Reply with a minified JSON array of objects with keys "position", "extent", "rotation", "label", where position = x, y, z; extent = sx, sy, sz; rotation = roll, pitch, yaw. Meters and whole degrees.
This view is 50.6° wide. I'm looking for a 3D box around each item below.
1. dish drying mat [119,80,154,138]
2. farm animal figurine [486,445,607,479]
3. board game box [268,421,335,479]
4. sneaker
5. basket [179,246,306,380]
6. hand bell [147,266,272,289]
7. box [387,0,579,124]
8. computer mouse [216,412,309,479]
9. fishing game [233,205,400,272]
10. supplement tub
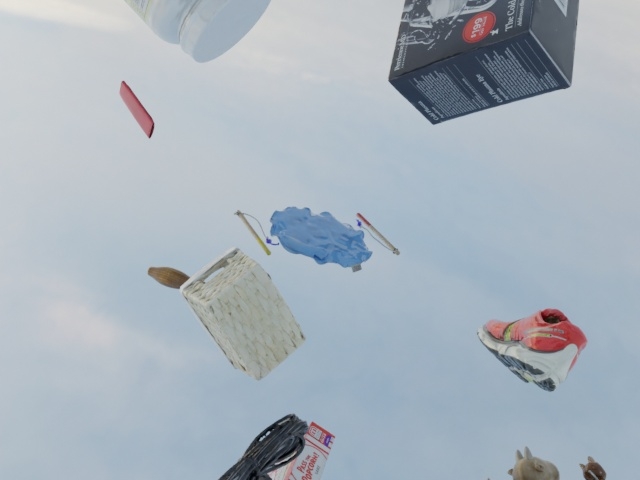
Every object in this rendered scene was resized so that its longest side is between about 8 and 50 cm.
[{"position":[-0.253,-0.181,0.934],"extent":[0.008,0.032,0.083],"rotation":[-24,-111,-39],"label":"dish drying mat"},{"position":[0.334,0.455,1.147],"extent":[0.326,0.330,0.172],"rotation":[0,-123,-44],"label":"farm animal figurine"},{"position":[-0.060,0.372,0.971],"extent":[0.045,0.193,0.147],"rotation":[34,-147,-2],"label":"board game box"},{"position":[0.341,0.159,1.073],"extent":[0.107,0.118,0.279],"rotation":[43,177,-5],"label":"sneaker"},{"position":[-0.111,0.111,1.010],"extent":[0.113,0.167,0.103],"rotation":[-39,-153,-20],"label":"basket"},{"position":[-0.228,0.092,1.302],"extent":[0.242,0.126,0.126],"rotation":[14,-144,18],"label":"hand bell"},{"position":[0.333,-0.450,1.367],"extent":[0.179,0.312,0.343],"rotation":[33,-120,-38],"label":"box"},{"position":[-0.099,0.337,0.785],"extent":[0.072,0.272,0.188],"rotation":[20,-152,25],"label":"computer mouse"},{"position":[0.000,0.000,1.140],"extent":[0.264,0.041,0.189],"rotation":[-2,-147,-36],"label":"fishing game"},{"position":[-0.262,-0.504,1.204],"extent":[0.325,0.235,0.235],"rotation":[46,-139,1],"label":"supplement tub"}]
